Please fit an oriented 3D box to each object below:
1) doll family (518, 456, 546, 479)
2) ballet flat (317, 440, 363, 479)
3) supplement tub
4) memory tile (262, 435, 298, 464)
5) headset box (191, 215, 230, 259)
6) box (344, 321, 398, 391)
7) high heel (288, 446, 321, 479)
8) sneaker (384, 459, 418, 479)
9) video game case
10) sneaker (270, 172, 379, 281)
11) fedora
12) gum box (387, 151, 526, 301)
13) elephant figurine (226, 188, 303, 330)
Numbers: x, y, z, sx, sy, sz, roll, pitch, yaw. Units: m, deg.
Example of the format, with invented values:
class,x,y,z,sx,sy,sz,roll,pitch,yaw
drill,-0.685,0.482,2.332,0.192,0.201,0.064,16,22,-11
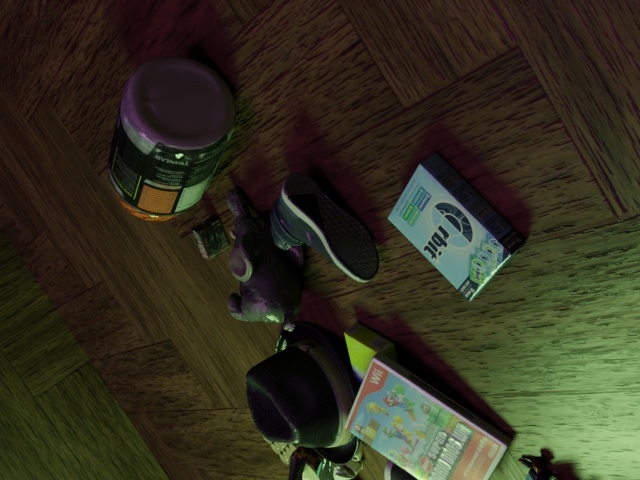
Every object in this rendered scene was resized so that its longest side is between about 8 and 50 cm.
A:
class,x,y,z,sx,sy,sz,roll,pitch,yaw
doll family,0.392,0.445,1.474,0.193,0.076,0.111,36,151,34
ballet flat,0.046,0.492,2.008,0.096,0.095,0.280,28,143,23
supplement tub,-0.293,-0.178,1.678,0.207,0.207,0.338,51,150,6
memory tile,-0.105,0.542,2.359,0.113,0.012,0.148,48,150,11
headset box,-0.239,-0.003,1.931,0.032,0.062,0.083,17,133,48
box,0.108,0.254,1.714,0.109,0.042,0.178,27,142,41
high heel,0.043,0.604,2.177,0.261,0.186,0.093,23,120,-6
sneaker,0.232,0.587,1.817,0.147,0.104,0.296,13,127,57
video game case,0.190,0.356,1.622,0.285,0.025,0.204,32,128,19
sneaker,0.001,-0.002,1.560,0.226,0.086,0.163,49,152,5
fedora,-0.056,0.338,1.850,0.334,0.152,0.334,32,129,52
gum box,0.196,-0.017,1.304,0.184,0.041,0.157,46,150,12
elephant figurine,-0.118,0.032,1.719,0.186,0.169,0.240,1,109,21
